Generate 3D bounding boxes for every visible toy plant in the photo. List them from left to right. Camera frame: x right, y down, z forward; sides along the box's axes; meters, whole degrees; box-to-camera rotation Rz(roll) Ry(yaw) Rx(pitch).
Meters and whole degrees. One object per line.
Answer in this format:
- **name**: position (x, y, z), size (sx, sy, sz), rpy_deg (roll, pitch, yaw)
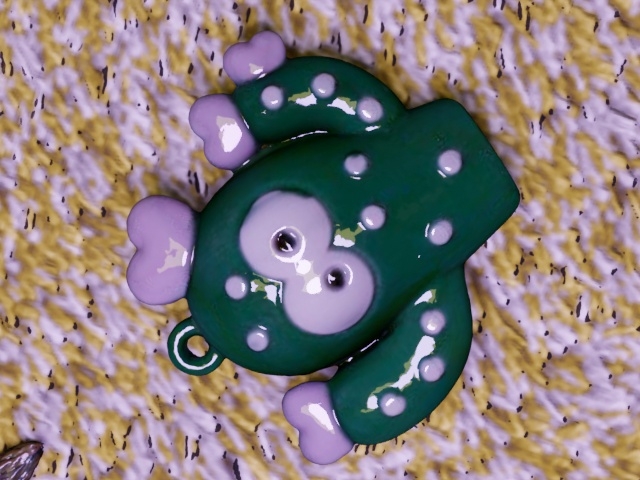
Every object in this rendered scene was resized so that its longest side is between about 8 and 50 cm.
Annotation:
- **toy plant**: position (0.002, 0.005, 1.019), size (0.232, 0.112, 0.243), rpy_deg (31, 94, -2)

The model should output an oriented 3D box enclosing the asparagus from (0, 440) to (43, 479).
- **asparagus**: position (-0.246, 0.193, 1.104), size (0.165, 0.036, 0.030), rpy_deg (-46, 77, 10)
